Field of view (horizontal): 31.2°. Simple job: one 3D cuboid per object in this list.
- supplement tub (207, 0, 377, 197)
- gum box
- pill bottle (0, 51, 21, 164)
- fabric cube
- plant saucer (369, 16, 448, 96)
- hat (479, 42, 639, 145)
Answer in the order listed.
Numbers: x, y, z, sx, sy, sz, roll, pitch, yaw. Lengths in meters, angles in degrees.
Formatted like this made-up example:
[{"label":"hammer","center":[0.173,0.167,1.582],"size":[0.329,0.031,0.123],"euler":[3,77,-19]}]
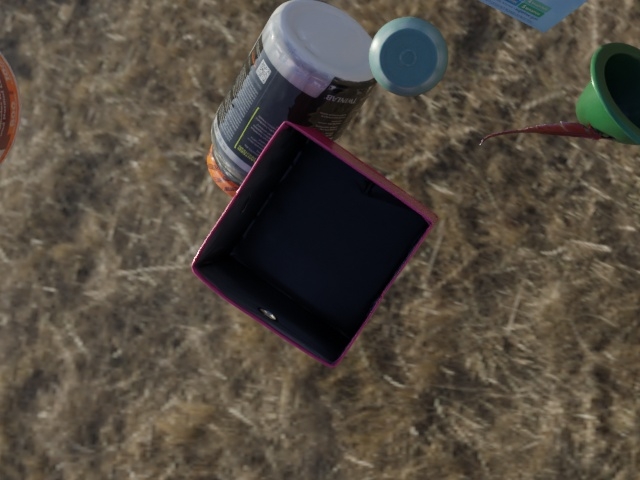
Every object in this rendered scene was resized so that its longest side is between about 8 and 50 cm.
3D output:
[{"label":"supplement tub","center":[-0.056,-0.224,1.957],"size":[0.338,0.207,0.207],"euler":[-53,53,40]},{"label":"gum box","center":[0.302,-0.359,1.485],"size":[0.184,0.157,0.041],"euler":[-35,50,42]},{"label":"pill bottle","center":[-0.478,-0.143,1.252],"size":[0.224,0.392,0.224],"euler":[0,98,-2]},{"label":"fabric cube","center":[0.000,0.000,1.696],"size":[0.254,0.258,0.259],"euler":[35,97,4]},{"label":"plant saucer","center":[0.131,-0.273,1.715],"size":[0.119,0.021,0.119],"euler":[1,103,6]},{"label":"hat","center":[0.381,-0.158,1.593],"size":[0.208,0.173,0.183],"euler":[42,138,-4]}]
